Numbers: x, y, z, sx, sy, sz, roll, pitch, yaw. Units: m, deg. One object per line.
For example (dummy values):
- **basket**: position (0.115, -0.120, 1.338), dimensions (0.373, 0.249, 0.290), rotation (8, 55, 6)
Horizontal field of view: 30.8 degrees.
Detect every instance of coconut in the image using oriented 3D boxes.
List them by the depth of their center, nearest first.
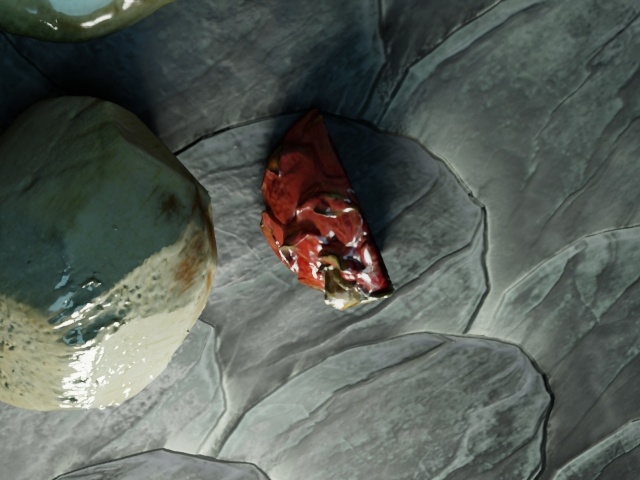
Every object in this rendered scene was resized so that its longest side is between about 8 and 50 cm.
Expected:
- **coconut**: position (-0.300, 0.006, 1.495), dimensions (0.344, 0.415, 0.415), rotation (34, 111, -3)

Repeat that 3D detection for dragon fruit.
- **dragon fruit**: position (0.000, 0.000, 1.666), dimensions (0.152, 0.205, 0.317), rotation (-23, 126, 1)

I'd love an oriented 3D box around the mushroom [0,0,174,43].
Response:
- **mushroom**: position (-0.279, -0.377, 1.299), dimensions (0.352, 0.260, 0.352), rotation (-7, 130, -9)
